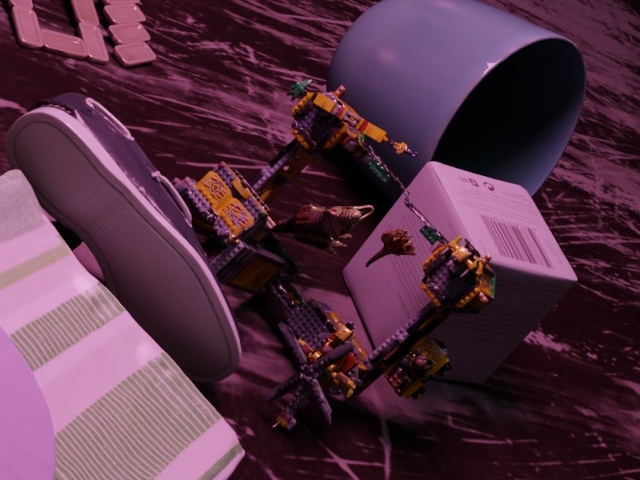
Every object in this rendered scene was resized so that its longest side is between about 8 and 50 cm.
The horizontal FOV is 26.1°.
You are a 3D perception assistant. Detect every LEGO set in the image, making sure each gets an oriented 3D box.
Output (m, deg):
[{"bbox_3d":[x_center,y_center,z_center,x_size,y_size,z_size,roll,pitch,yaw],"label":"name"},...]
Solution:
[{"bbox_3d":[0.000,0.000,1.345,0.331,0.255,0.192,59,12,18],"label":"LEGO set"}]

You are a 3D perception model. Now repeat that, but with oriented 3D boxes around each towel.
[{"bbox_3d":[-0.202,0.097,1.111,0.325,0.038,0.248,52,21,-2],"label":"towel"}]

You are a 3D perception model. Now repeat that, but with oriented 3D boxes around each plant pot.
[{"bbox_3d":[0.148,-0.176,1.741,0.235,0.293,0.293,38,26,32],"label":"plant pot"}]

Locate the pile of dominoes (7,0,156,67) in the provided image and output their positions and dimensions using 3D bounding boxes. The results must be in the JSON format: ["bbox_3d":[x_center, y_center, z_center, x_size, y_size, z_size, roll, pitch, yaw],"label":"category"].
[{"bbox_3d":[-0.307,-0.298,1.671,0.196,0.040,0.251,10,48,-40],"label":"pile of dominoes"}]

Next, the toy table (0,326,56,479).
[{"bbox_3d":[-0.321,0.104,0.887,0.274,0.161,0.252,50,39,-22],"label":"toy table"}]

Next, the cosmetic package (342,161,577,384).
[{"bbox_3d":[0.149,0.039,1.523,0.151,0.183,0.151,14,38,-35],"label":"cosmetic package"}]

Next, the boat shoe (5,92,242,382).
[{"bbox_3d":[-0.162,-0.007,1.274,0.302,0.114,0.091,58,27,-12],"label":"boat shoe"}]

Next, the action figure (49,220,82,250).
[{"bbox_3d":[-0.293,0.007,1.222,0.137,0.063,0.232,45,27,19],"label":"action figure"}]
